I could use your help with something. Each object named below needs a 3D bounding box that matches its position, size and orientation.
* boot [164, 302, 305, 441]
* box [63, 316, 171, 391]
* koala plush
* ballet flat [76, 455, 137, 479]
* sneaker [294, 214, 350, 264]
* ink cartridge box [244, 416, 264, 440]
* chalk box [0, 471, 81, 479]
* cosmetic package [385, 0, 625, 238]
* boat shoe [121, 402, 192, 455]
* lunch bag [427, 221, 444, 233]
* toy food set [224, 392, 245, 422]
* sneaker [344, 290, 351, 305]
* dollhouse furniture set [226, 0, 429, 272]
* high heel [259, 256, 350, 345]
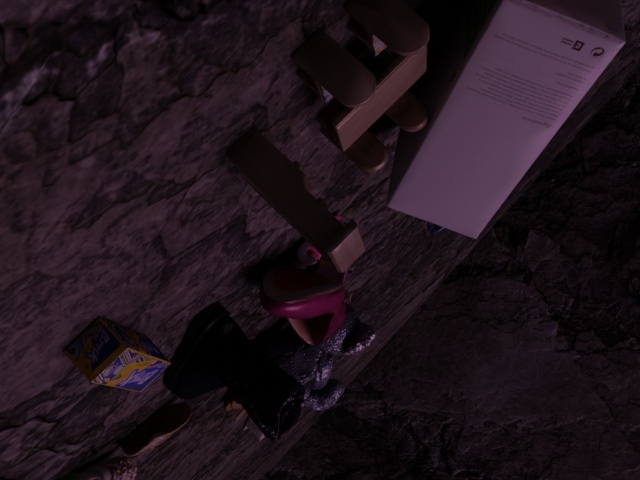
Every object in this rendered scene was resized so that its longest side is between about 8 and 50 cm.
[{"bbox_3d":[-0.137,0.239,1.127,0.094,0.207,0.246,-32,160,-42],"label":"boot"},{"bbox_3d":[-0.246,0.145,0.885,0.059,0.054,0.169,-44,166,-7],"label":"box"},{"bbox_3d":[-0.002,0.214,1.479,0.221,0.196,0.203,-44,155,8],"label":"koala plush"},{"bbox_3d":[-0.402,0.429,1.164,0.241,0.091,0.077,-39,142,-37],"label":"ballet flat"},{"bbox_3d":[0.000,0.000,1.209,0.119,0.047,0.057,-38,-177,-22],"label":"sneaker"},{"bbox_3d":[-0.143,0.493,2.038,0.115,0.067,0.198,-35,162,-35],"label":"ink cartridge box"},{"bbox_3d":[-0.421,0.446,0.956,0.289,0.180,0.179,-39,164,-19],"label":"chalk box"},{"bbox_3d":[0.228,-0.196,0.944,0.366,0.155,0.197,117,-10,-49],"label":"cosmetic package"},{"bbox_3d":[-0.294,0.339,1.282,0.135,0.050,0.045,-28,162,-23],"label":"boat shoe"},{"bbox_3d":[0.315,-0.097,1.681,0.128,0.096,0.151,-31,150,-44],"label":"lunch bag"},{"bbox_3d":[-0.170,0.331,1.623,0.132,0.038,0.192,-46,161,-30],"label":"toy food set"},{"bbox_3d":[0.029,0.147,1.645,0.071,0.066,0.188,-64,169,3],"label":"sneaker"},{"bbox_3d":[0.046,-0.111,0.792,0.242,0.161,0.212,-45,165,-4],"label":"dollhouse furniture set"},{"bbox_3d":[-0.026,0.136,1.229,0.377,0.127,0.181,-9,116,-70],"label":"high heel"}]
